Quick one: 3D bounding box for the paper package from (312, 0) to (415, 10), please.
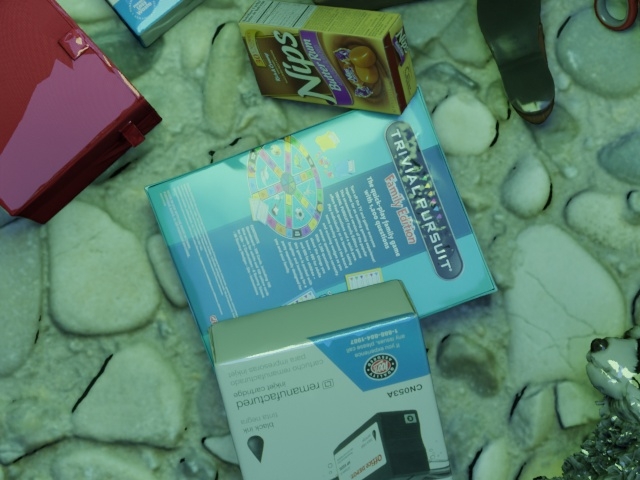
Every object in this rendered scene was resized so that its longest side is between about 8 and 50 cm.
[{"bbox_3d":[0.125,-0.372,1.452,0.324,0.309,0.168,-11,85,8],"label":"paper package"}]

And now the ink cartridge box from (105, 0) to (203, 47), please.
[{"bbox_3d":[-0.229,-0.359,1.575,0.134,0.078,0.231,-40,89,-2],"label":"ink cartridge box"}]

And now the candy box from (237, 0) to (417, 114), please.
[{"bbox_3d":[0.008,-0.206,1.521,0.186,0.109,0.053,12,50,29],"label":"candy box"}]

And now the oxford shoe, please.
[{"bbox_3d":[0.229,-0.233,1.590,0.076,0.076,0.212,-11,72,11],"label":"oxford shoe"}]

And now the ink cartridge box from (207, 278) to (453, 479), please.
[{"bbox_3d":[0.021,0.225,1.484,0.223,0.129,0.308,-14,108,-3],"label":"ink cartridge box"}]

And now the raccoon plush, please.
[{"bbox_3d":[0.431,0.290,1.555,0.299,0.216,0.446,-49,119,-16],"label":"raccoon plush"}]

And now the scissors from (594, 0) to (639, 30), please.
[{"bbox_3d":[0.345,-0.365,1.532,0.021,0.109,0.297,-33,123,-35],"label":"scissors"}]

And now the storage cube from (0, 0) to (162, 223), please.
[{"bbox_3d":[-0.316,-0.149,1.512,0.193,0.183,0.215,-42,89,-2],"label":"storage cube"}]

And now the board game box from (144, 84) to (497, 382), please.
[{"bbox_3d":[0.000,0.000,1.566,0.336,0.079,0.254,-20,89,-2],"label":"board game box"}]
